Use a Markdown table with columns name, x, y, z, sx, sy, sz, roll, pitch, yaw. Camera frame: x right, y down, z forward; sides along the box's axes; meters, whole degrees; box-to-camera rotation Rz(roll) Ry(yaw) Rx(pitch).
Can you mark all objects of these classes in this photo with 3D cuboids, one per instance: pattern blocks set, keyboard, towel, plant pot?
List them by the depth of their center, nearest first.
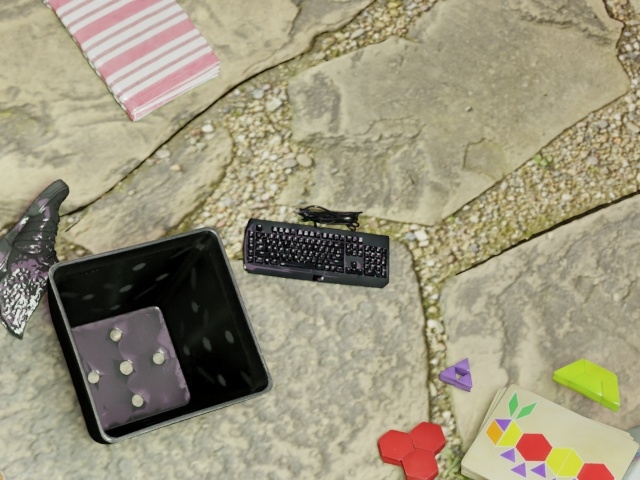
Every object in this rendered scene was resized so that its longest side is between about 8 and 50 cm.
| name | x | y | z | sx | sy | sz | roll | pitch | yaw |
| --- | --- | --- | --- | --- | --- | --- | --- | --- | --- |
| plant pot | -0.187 | 0.117 | 1.305 | 0.187 | 0.167 | 0.188 | -15 | 76 | -26 |
| pattern blocks set | 0.263 | 0.251 | 1.437 | 0.325 | 0.026 | 0.285 | 32 | 57 | 27 |
| keyboard | 0.000 | 0.000 | 1.503 | 0.192 | 0.038 | 0.100 | 7 | 68 | -21 |
| towel | -0.231 | -0.253 | 1.510 | 0.144 | 0.029 | 0.197 | -34 | 84 | -29 |

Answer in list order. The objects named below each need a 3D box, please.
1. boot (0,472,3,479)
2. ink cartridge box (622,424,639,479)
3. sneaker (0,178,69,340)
| name | x | y | z | sx | sy | sz | roll | pitch | yaw |
| --- | --- | --- | --- | --- | --- | --- | --- | --- | --- |
| boot | -0.422 | 0.261 | 1.182 | 0.283 | 0.109 | 0.220 | 47 | 62 | -3 |
| ink cartridge box | 0.396 | 0.325 | 1.492 | 0.128 | 0.127 | 0.176 | 45 | 61 | -1 |
| sneaker | -0.312 | 0.019 | 1.359 | 0.089 | 0.051 | 0.170 | 39 | 65 | -5 |
